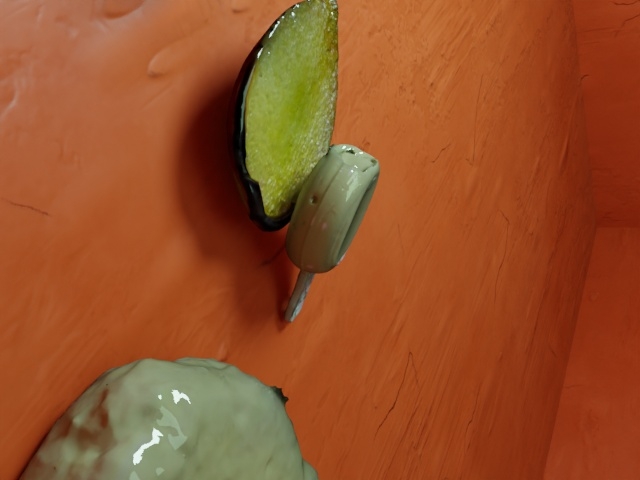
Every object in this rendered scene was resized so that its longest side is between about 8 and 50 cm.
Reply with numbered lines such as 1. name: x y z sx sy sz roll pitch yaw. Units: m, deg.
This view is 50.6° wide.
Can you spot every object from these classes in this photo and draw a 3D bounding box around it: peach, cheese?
1. peach: -0.047 -0.149 0.732 0.189 0.068 0.279 50 55 -61
2. cheese: -0.119 0.256 0.598 0.326 0.115 0.317 -1 92 -61
3. cheese: 0.000 0.000 0.779 0.137 0.064 0.227 -41 157 -60
